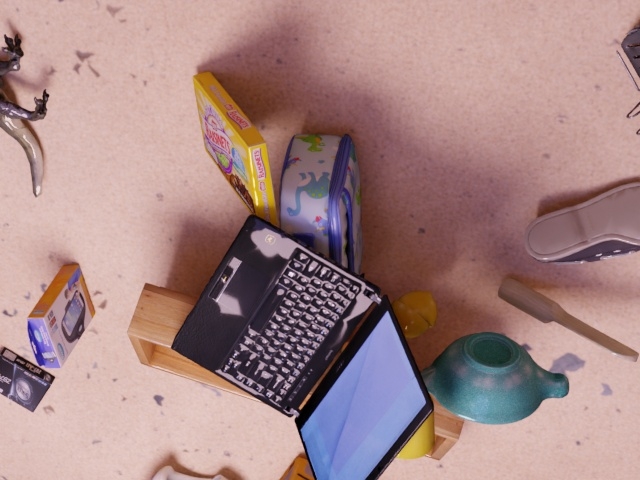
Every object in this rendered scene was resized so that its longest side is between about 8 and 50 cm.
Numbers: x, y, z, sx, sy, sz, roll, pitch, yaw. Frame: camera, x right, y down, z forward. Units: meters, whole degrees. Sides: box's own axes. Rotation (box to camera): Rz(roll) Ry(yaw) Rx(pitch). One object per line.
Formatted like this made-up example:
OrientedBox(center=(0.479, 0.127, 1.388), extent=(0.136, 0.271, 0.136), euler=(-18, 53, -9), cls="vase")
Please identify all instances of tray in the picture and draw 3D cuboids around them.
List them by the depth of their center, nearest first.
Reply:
OrientedBox(center=(-0.027, 0.166, 1.855), extent=(0.411, 0.076, 0.203), euler=(17, 165, 3), cls="tray")

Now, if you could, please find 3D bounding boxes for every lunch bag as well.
OrientedBox(center=(0.000, 0.000, 1.734), extent=(0.090, 0.176, 0.219), euler=(2, 122, 8), cls="lunch bag")

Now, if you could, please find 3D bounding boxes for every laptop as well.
OrientedBox(center=(-0.029, 0.146, 1.639), extent=(0.264, 0.136, 0.234), euler=(31, 127, -4), cls="laptop")

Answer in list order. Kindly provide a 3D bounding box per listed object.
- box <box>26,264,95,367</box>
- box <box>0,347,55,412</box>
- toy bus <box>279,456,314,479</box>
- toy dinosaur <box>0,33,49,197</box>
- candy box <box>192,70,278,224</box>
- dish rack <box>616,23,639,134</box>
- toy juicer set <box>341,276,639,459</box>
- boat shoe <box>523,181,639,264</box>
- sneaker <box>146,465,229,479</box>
OrientedBox(center=(-0.335, 0.102, 1.918), extent=(0.028, 0.136, 0.081), euler=(-3, 123, 17), cls="box")
OrientedBox(center=(-0.420, 0.194, 2.076), extent=(0.083, 0.018, 0.067), euler=(32, 125, -8), cls="box")
OrientedBox(center=(0.080, 0.437, 2.035), extent=(0.332, 0.130, 0.108), euler=(29, 125, -5), cls="toy bus")
OrientedBox(center=(-0.387, -0.176, 1.797), extent=(0.118, 0.064, 0.268), euler=(-23, 117, 34), cls="toy dinosaur")
OrientedBox(center=(-0.097, -0.106, 1.688), extent=(0.027, 0.206, 0.105), euler=(-15, 122, -16), cls="candy box")
OrientedBox(center=(0.412, -0.108, 1.547), extent=(0.271, 0.074, 0.208), euler=(56, 155, -15), cls="dish rack")
OrientedBox(center=(0.176, 0.137, 1.740), extent=(0.329, 0.209, 0.089), euler=(-15, 131, -24), cls="toy juicer set")
OrientedBox(center=(0.340, -0.016, 1.718), extent=(0.206, 0.075, 0.065), euler=(-14, 162, 17), cls="boat shoe")
OrientedBox(center=(-0.121, 0.419, 2.087), extent=(0.305, 0.114, 0.152), euler=(25, 127, -2), cls="sneaker")
